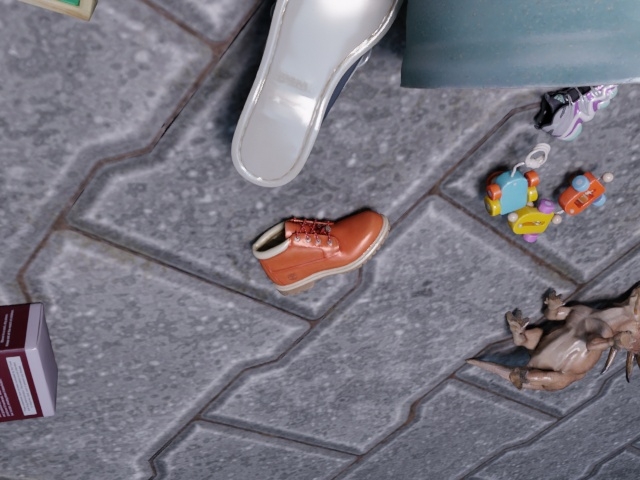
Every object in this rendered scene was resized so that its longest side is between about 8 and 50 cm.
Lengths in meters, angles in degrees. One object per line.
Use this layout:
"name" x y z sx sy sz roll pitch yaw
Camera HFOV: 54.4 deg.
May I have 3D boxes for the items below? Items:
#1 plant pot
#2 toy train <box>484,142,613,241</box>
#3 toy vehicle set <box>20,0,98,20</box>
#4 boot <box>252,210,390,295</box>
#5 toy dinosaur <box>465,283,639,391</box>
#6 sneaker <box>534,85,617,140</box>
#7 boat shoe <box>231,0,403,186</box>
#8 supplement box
"plant pot" 0.201 -0.218 0.442 0.292 0.293 0.196 -7 107 -12
"toy train" 0.264 -0.064 0.746 0.166 0.046 0.125 22 121 -37
"toy vehicle set" -0.259 -0.254 0.369 0.266 0.035 0.166 13 128 -16
"boot" 0.000 0.000 0.710 0.157 0.059 0.085 -28 129 10
"toy dinosaur" 0.388 0.173 0.960 0.295 0.127 0.200 -33 140 21
"sneaker" 0.268 -0.153 0.666 0.069 0.038 0.098 10 128 -27
"boat shoe" -0.002 -0.165 0.534 0.095 0.079 0.255 19 117 -12
"supplement box" -0.429 0.147 0.693 0.239 0.073 0.130 -4 132 -16
